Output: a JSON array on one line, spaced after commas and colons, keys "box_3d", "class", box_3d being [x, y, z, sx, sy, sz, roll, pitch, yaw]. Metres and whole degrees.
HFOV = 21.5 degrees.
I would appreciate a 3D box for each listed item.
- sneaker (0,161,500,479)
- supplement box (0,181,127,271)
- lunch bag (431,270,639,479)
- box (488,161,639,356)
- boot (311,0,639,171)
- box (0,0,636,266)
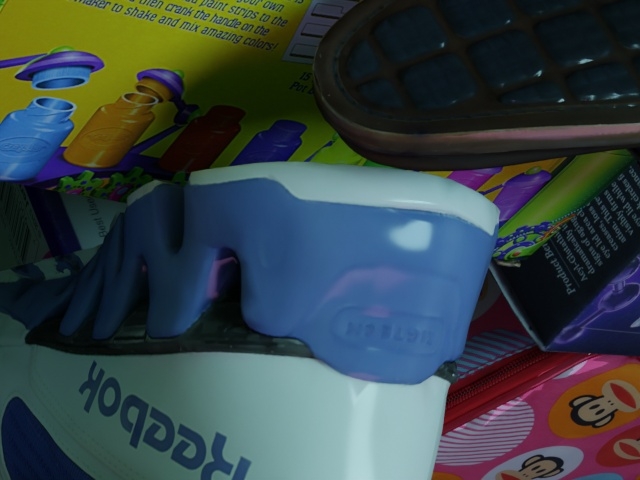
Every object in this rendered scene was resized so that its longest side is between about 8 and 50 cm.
[{"box_3d": [-0.058, 0.099, 0.540, 0.127, 0.182, 0.315, 12, 162, -24], "class": "sneaker"}, {"box_3d": [-0.094, 0.030, 0.769, 0.114, 0.111, 0.220, -11, 149, -27], "class": "supplement box"}, {"box_3d": [0.109, 0.116, 1.056, 0.258, 0.120, 0.293, -29, 147, 17], "class": "lunch bag"}, {"box_3d": [0.197, -0.042, 0.844, 0.153, 0.108, 0.207, 5, 136, -40], "class": "box"}, {"box_3d": [0.097, -0.034, 0.470, 0.219, 0.082, 0.106, -14, 146, -19], "class": "boot"}, {"box_3d": [0.024, -0.154, 0.486, 0.290, 0.177, 0.279, 9, 137, -43], "class": "box"}]
